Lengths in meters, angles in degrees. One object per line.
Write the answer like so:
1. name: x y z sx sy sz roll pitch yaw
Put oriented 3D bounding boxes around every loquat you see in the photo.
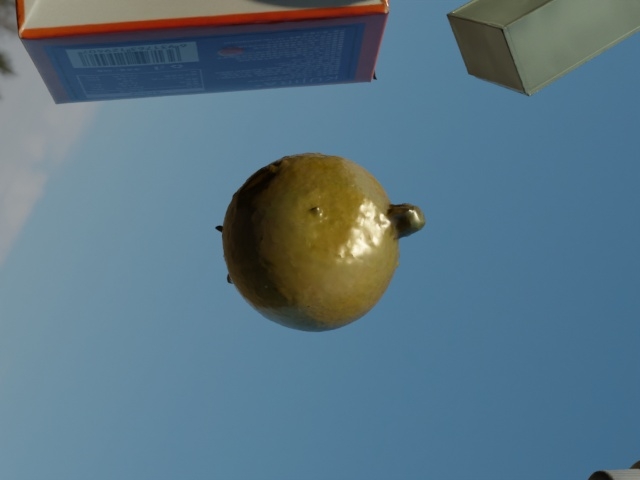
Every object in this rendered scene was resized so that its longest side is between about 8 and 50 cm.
1. loquat: 0.000 0.000 1.382 0.204 0.149 0.172 -14 -128 13

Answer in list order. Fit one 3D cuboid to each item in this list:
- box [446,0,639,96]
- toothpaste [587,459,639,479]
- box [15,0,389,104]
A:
1. box: 0.276 -0.260 1.663 0.225 0.086 0.129 -31 -155 -13
2. toothpaste: 0.371 0.255 1.449 0.099 0.282 0.068 -54 -139 34
3. box: -0.120 -0.321 1.473 0.257 0.348 0.319 98 -14 -79
